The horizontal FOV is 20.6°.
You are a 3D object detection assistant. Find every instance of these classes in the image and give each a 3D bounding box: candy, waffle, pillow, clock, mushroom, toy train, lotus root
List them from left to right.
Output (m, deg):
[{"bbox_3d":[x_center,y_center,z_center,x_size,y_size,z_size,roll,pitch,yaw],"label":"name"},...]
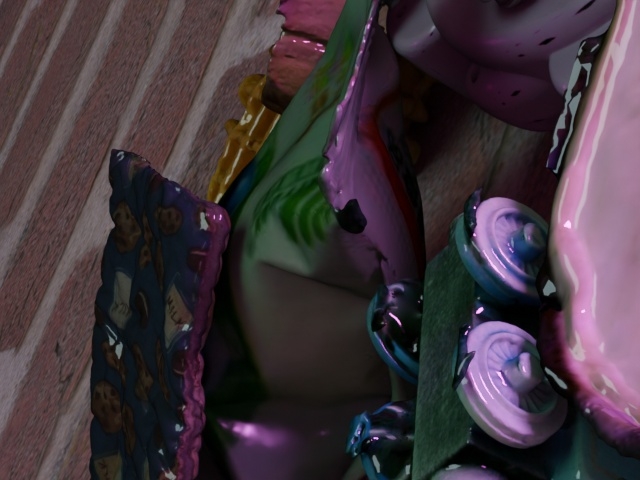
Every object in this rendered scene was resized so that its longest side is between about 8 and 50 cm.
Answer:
[{"bbox_3d":[-0.115,0.078,1.161,0.189,0.034,0.255,-151,63,-61],"label":"pillow"},{"bbox_3d":[-0.006,-0.002,1.143,0.263,0.172,0.398,-91,9,-50],"label":"candy"},{"bbox_3d":[-0.007,-0.094,1.452,0.309,0.065,0.283,-34,35,40],"label":"waffle"},{"bbox_3d":[0.023,-0.210,1.286,0.170,0.074,0.260,-61,-13,-81],"label":"lotus root"},{"bbox_3d":[0.112,0.077,0.913,0.112,0.163,0.203,-44,27,41],"label":"toy train"},{"bbox_3d":[0.190,-0.208,1.152,0.295,0.113,0.322,-57,26,4],"label":"clock"},{"bbox_3d":[0.225,-0.049,0.818,0.247,0.130,0.344,-12,61,49],"label":"mushroom"}]

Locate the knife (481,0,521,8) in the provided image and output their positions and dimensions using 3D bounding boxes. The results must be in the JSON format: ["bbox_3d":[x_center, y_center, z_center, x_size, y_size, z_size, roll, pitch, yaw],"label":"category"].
[{"bbox_3d":[0.109,-0.240,1.159,0.073,0.041,0.265,-55,25,34],"label":"knife"}]
